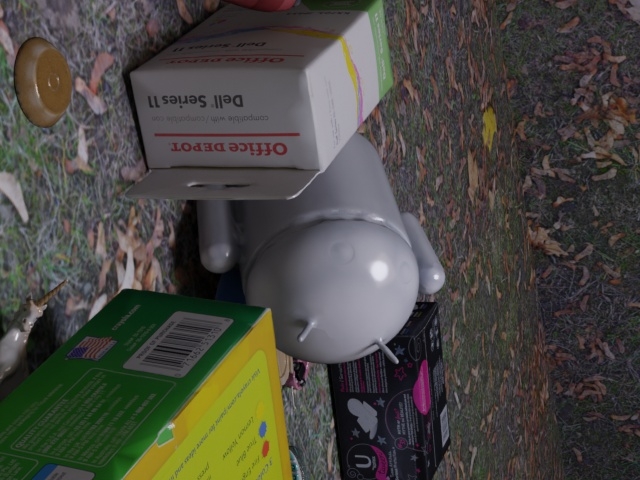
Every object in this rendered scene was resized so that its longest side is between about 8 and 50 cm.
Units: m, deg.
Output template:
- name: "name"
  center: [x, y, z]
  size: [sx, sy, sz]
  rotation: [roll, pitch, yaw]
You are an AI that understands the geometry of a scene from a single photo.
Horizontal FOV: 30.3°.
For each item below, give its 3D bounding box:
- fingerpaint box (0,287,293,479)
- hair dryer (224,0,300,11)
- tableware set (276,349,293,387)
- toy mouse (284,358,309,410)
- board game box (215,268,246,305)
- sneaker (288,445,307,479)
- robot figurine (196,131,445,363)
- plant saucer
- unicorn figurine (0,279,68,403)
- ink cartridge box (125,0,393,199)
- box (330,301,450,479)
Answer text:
- name: "fingerpaint box"
  center: [-0.182, 0.309, 0.954]
  size: [0.445, 0.163, 0.371]
  rotation: [-50, 140, -53]
- name: "hair dryer"
  center: [-0.097, -0.312, 1.326]
  size: [0.293, 0.224, 0.080]
  rotation: [-6, 116, -54]
- name: "tableware set"
  center: [-0.036, 0.105, 1.533]
  size: [0.169, 0.020, 0.141]
  rotation: [-36, 121, -65]
- name: "toy mouse"
  center: [-0.041, 0.142, 1.595]
  size: [0.143, 0.031, 0.161]
  rotation: [-47, 132, -61]
- name: "board game box"
  center: [-0.106, 0.103, 1.423]
  size: [0.169, 0.033, 0.133]
  rotation: [15, 75, -68]
- name: "sneaker"
  center: [-0.035, 0.348, 1.560]
  size: [0.076, 0.065, 0.166]
  rotation: [-17, 106, -73]
- name: "robot figurine"
  center: [0.000, 0.000, 1.385]
  size: [0.353, 0.300, 0.199]
  rotation: [-104, -154, -46]
- name: "plant saucer"
  center: [-0.250, -0.145, 1.085]
  size: [0.083, 0.015, 0.083]
  rotation: [-2, 90, -69]
- name: "unicorn figurine"
  center: [-0.263, 0.121, 0.992]
  size: [0.111, 0.060, 0.162]
  rotation: [-58, 157, -56]
- name: "ink cartridge box"
  center: [-0.067, -0.165, 1.298]
  size: [0.353, 0.207, 0.119]
  rotation: [-56, 142, -58]
- name: "box"
  center: [0.109, 0.234, 1.832]
  size: [0.163, 0.142, 0.247]
  rotation: [-42, 129, -65]
